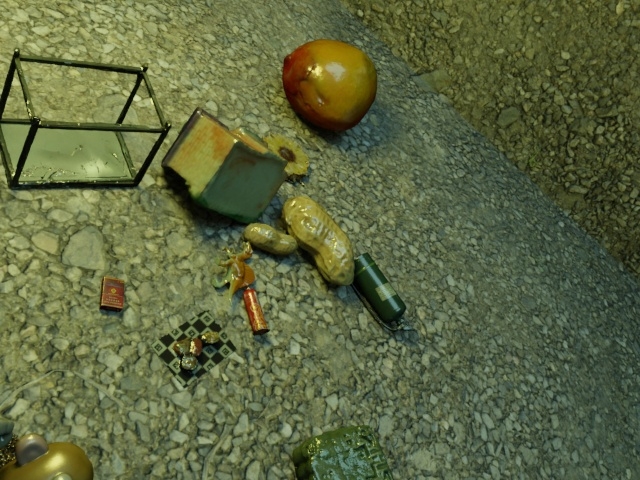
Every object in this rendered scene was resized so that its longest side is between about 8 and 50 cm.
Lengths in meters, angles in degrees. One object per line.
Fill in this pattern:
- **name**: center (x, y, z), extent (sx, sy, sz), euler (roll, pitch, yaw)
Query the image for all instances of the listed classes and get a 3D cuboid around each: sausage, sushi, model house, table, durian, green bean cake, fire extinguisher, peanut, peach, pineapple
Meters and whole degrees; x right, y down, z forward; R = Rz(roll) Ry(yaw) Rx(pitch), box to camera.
- **sausage**: center (-0.180, 0.188, 1.746), extent (0.050, 0.048, 0.145), euler (-18, 63, -3)
- **sushi**: center (-0.307, 0.260, 1.603), extent (0.139, 0.031, 0.201), euler (50, 43, 6)
- **model house**: center (-0.297, -0.233, 1.871), extent (0.280, 0.245, 0.312), euler (36, 8, 30)
- **table**: center (-0.609, -0.297, 1.619), extent (0.335, 0.272, 0.222), euler (-6, 62, -40)
- **durian**: center (-0.612, 0.411, 1.228), extent (0.110, 0.071, 0.140), euler (-25, 71, -46)
- **green bean cake**: center (0.059, 0.584, 1.577), extent (0.227, 0.125, 0.222), euler (-6, 62, -35)
- **fire extinguisher**: center (0.196, 0.182, 2.009), extent (0.118, 0.093, 0.294), euler (-31, 79, -20)
- **peanut**: center (-0.145, -0.003, 1.892), extent (0.175, 0.080, 0.080), euler (20, 48, -24)
- **peach**: center (0.033, -0.567, 2.298), extent (0.373, 0.290, 0.372), euler (-2, 93, -45)
- **peanut**: center (0.000, 0.000, 1.959), extent (0.325, 0.140, 0.153), euler (55, 26, 9)
- **pineapple**: center (-0.117, -0.278, 2.149), extent (0.221, 0.047, 0.221), euler (21, 48, -25)

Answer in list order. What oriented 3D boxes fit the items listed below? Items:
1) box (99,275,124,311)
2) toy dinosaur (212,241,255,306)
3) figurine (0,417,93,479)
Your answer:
- **box**: center (-0.508, 0.131, 1.553), extent (0.052, 0.023, 0.082), euler (15, 51, -30)
- **toy dinosaur**: center (-0.233, 0.096, 1.775), extent (0.142, 0.057, 0.212), euler (5, 59, -42)
- **figurine**: center (-0.540, 0.476, 1.128), extent (0.167, 0.342, 0.285), euler (28, 45, 32)
